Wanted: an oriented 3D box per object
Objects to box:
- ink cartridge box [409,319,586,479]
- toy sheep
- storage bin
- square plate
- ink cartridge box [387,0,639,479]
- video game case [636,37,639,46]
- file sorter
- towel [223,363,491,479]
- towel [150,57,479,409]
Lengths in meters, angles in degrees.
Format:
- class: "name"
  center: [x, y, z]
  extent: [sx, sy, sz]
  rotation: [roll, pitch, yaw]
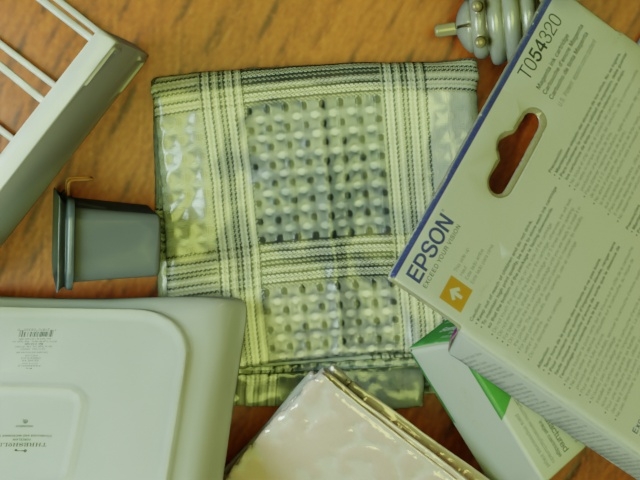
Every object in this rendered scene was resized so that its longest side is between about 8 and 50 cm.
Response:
- class: "ink cartridge box"
  center: [0.208, 0.099, 1.308]
  extent: [0.208, 0.087, 0.153]
  rotation: [-36, 97, -28]
- class: "toy sheep"
  center: [0.168, -0.198, 1.318]
  extent: [0.132, 0.091, 0.091]
  rotation: [-1, 96, 7]
- class: "storage bin"
  center: [-0.193, -0.008, 1.311]
  extent: [0.091, 0.135, 0.098]
  rotation: [1, 96, -13]
- class: "square plate"
  center: [-0.251, 0.176, 1.234]
  extent: [0.347, 0.049, 0.344]
  rotation: [1, 53, 7]
- class: "ink cartridge box"
  center: [0.249, 0.001, 1.256]
  extent: [0.330, 0.071, 0.324]
  rotation: [35, 67, -8]
- class: "video game case"
  center: [0.346, -0.085, 1.368]
  extent: [0.190, 0.022, 0.173]
  rotation: [31, 95, -5]
- class: "file sorter"
  center: [-0.310, -0.109, 1.262]
  extent: [0.173, 0.193, 0.278]
  rotation: [39, 94, -2]
- class: "towel"
  center: [0.029, 0.309, 1.337]
  extent: [0.317, 0.053, 0.332]
  rotation: [39, 116, -5]
- class: "towel"
  center: [0.000, 0.000, 1.350]
  extent: [0.312, 0.056, 0.324]
  rotation: [-3, 97, -2]
